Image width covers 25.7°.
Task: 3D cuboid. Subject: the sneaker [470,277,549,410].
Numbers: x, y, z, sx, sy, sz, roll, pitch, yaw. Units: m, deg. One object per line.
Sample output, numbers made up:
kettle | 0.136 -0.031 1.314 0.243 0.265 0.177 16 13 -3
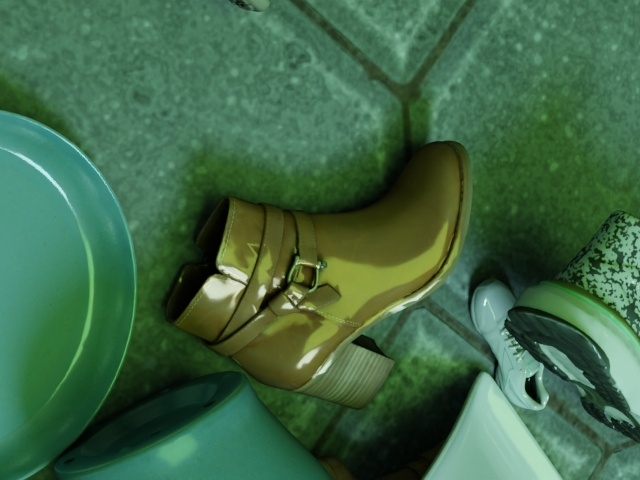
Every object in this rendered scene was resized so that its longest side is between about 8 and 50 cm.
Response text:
sneaker | 0.200 0.107 1.433 0.053 0.061 0.152 -29 112 -18

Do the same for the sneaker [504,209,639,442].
sneaker | 0.347 0.106 1.413 0.182 0.158 0.410 -55 140 -6

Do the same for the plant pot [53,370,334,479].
plant pot | -0.093 0.262 1.207 0.271 0.271 0.255 -27 99 -21

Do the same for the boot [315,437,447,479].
boot | 0.077 0.246 1.395 0.152 0.073 0.197 -38 127 -15

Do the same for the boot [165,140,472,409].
boot | 0.000 0.000 1.290 0.220 0.109 0.283 27 95 -26

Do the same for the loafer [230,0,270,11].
loafer | -0.104 -0.309 1.153 0.092 0.102 0.268 -39 116 -9

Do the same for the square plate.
square plate | 0.193 0.339 1.326 0.347 0.049 0.344 56 29 -6

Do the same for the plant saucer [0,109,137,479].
plant saucer | -0.291 0.051 1.133 0.317 0.043 0.318 -8 102 -40
